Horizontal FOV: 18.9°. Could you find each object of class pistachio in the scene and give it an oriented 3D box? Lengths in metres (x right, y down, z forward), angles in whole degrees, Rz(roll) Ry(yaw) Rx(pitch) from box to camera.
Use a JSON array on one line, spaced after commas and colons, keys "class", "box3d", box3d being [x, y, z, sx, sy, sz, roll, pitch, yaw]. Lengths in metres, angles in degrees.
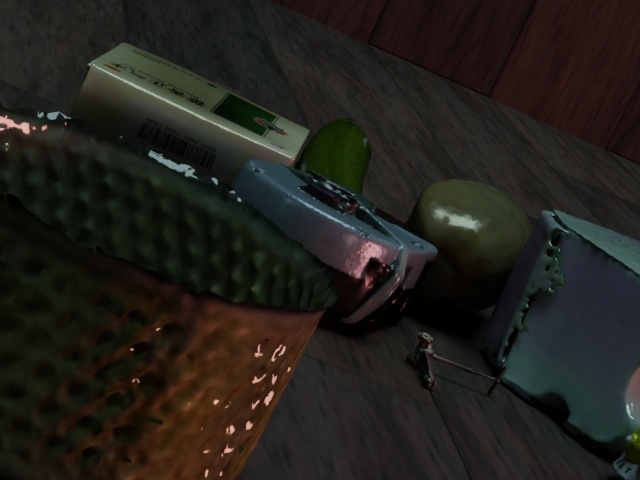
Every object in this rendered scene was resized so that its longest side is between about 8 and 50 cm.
[{"class": "pistachio", "box3d": [0.136, 0.005, 1.849, 0.129, 0.131, 0.206, -2, 5, 23]}]

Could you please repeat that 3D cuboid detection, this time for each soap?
[{"class": "soap", "box3d": [0.380, 0.137, 1.751, 0.446, 0.156, 0.261, 23, 13, -8]}]

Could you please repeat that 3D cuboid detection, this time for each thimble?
[{"class": "thimble", "box3d": [-0.137, 0.037, 1.160, 0.271, 0.150, 0.271, 25, 13, -6]}]

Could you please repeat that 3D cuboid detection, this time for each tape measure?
[{"class": "tape measure", "box3d": [-0.002, 0.000, 1.678, 0.182, 0.107, 0.181, 30, 7, 9]}]

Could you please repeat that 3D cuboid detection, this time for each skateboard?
[{"class": "skateboard", "box3d": [0.118, 0.114, 1.627, 0.083, 0.032, 0.064, 19, 24, -17]}]

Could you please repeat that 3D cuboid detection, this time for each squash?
[{"class": "squash", "box3d": [0.011, -0.057, 1.922, 0.071, 0.080, 0.318, -16, 22, 11]}]

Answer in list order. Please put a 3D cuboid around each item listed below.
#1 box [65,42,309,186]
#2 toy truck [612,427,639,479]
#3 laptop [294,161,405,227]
[{"class": "box", "box3d": [-0.129, -0.097, 1.847, 0.212, 0.095, 0.168, 25, 15, -1]}, {"class": "toy truck", "box3d": [0.298, 0.183, 1.575, 0.111, 0.077, 0.076, 23, 13, -12]}, {"class": "laptop", "box3d": [0.023, -0.028, 2.021, 0.207, 0.026, 0.154, 32, 12, 22]}]
